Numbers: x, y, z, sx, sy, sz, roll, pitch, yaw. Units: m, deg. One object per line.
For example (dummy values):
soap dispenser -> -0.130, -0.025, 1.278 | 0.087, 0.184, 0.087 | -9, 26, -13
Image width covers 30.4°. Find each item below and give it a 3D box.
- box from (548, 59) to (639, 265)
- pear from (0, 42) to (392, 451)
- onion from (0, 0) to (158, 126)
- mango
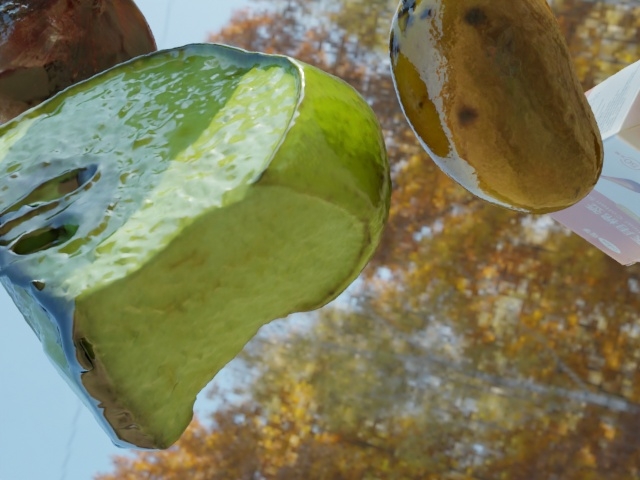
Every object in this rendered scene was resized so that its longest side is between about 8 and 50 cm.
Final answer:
box -> 0.433, -0.100, 1.600 | 0.143, 0.225, 0.341 | -59, 8, -17
pear -> -0.091, -0.022, 0.768 | 0.255, 0.238, 0.164 | -37, -47, -16
onion -> -0.296, -0.229, 1.297 | 0.272, 0.272, 0.195 | -46, -8, -44
mango -> 0.109, -0.091, 0.741 | 0.115, 0.090, 0.178 | -33, -71, -21
